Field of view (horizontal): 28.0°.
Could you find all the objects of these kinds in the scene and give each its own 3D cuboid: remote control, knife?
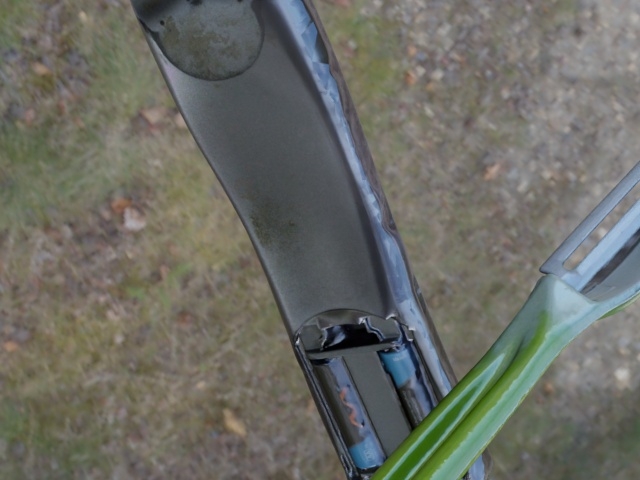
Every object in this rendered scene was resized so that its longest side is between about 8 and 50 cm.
[{"bbox_3d":[0.000,0.000,0.423,0.028,0.059,0.212,-51,123,-50],"label":"remote control"},{"bbox_3d":[0.050,0.032,0.323,0.184,0.022,0.026,-44,103,-24],"label":"knife"}]
